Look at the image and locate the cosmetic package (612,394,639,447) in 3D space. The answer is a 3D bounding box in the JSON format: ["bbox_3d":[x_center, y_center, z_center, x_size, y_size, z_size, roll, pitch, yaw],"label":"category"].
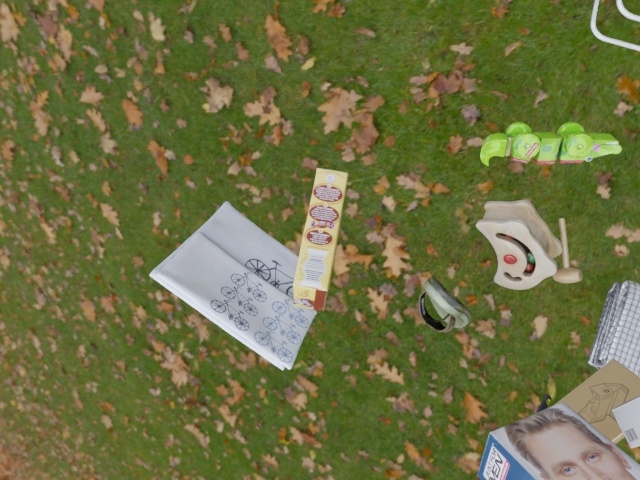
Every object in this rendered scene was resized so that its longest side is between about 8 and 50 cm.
[{"bbox_3d":[0.479,0.197,0.638,0.239,0.099,0.060,94,165,-58],"label":"cosmetic package"}]

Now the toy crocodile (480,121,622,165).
[{"bbox_3d":[0.590,-0.242,1.325,0.341,0.115,0.105,1,120,5],"label":"toy crocodile"}]

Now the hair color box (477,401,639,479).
[{"bbox_3d":[0.415,0.404,0.729,0.347,0.174,0.105,42,135,52],"label":"hair color box"}]

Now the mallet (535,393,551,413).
[{"bbox_3d":[0.426,0.382,1.042,0.062,0.189,0.039,49,146,-15],"label":"mallet"}]

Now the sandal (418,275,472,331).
[{"bbox_3d":[0.259,0.150,1.130,0.120,0.303,0.086,41,92,25],"label":"sandal"}]

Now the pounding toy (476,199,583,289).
[{"bbox_3d":[0.468,0.006,1.180,0.269,0.155,0.154,47,142,-17],"label":"pounding toy"}]

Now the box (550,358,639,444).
[{"bbox_3d":[0.656,0.381,1.178,0.201,0.164,0.021,-40,112,4],"label":"box"}]

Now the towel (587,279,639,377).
[{"bbox_3d":[0.934,0.285,1.485,0.235,0.283,0.121,24,170,-1],"label":"towel"}]

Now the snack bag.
[{"bbox_3d":[-0.142,0.076,1.099,0.323,0.342,0.037,36,122,-4],"label":"snack bag"}]

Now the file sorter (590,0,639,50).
[{"bbox_3d":[0.569,-0.424,0.753,0.193,0.277,0.173,14,81,-2],"label":"file sorter"}]

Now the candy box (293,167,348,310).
[{"bbox_3d":[0.000,0.000,0.763,0.053,0.186,0.109,9,158,1],"label":"candy box"}]
